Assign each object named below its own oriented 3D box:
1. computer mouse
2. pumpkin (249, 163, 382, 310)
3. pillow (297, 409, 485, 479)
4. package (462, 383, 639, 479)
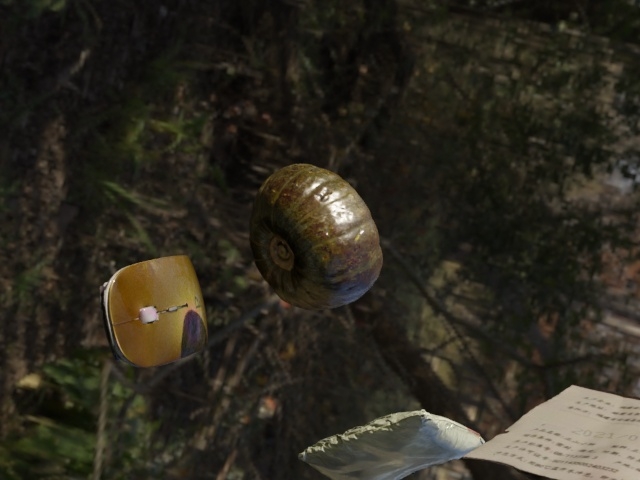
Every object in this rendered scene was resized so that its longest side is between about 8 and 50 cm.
[{"bbox_3d":[-0.242,0.108,1.610,0.310,0.072,0.158,-10,87,-73],"label":"computer mouse"},{"bbox_3d":[0.000,0.000,1.498,0.162,0.219,0.219,-30,141,-39],"label":"pumpkin"},{"bbox_3d":[0.089,0.273,1.335,0.128,0.229,0.051,34,45,-34],"label":"pillow"},{"bbox_3d":[0.287,0.195,0.923,0.204,0.251,0.062,-15,117,-44],"label":"package"}]
